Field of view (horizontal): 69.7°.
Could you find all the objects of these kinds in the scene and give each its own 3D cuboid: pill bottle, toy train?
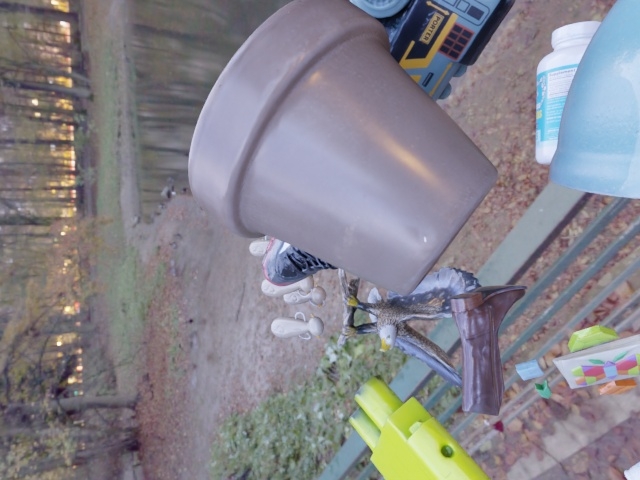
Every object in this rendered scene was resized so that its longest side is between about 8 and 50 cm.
[{"bbox_3d":[0.517,-0.290,0.929,0.146,0.146,0.264,9,103,61],"label":"pill bottle"},{"bbox_3d":[0.098,-0.246,0.619,0.334,0.190,0.142,-59,8,43],"label":"toy train"}]

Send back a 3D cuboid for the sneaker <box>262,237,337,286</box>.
[{"bbox_3d":[0.000,0.000,0.703,0.276,0.097,0.135,-36,16,27],"label":"sneaker"}]

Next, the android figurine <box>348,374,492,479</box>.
[{"bbox_3d":[0.133,0.289,0.523,0.273,0.056,0.248,48,153,29],"label":"android figurine"}]

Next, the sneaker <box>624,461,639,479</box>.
[{"bbox_3d":[0.304,0.253,0.390,0.080,0.094,0.212,-89,-23,-71],"label":"sneaker"}]

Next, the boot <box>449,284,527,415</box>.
[{"bbox_3d":[0.169,0.103,0.445,0.037,0.106,0.114,-12,87,61],"label":"boot"}]

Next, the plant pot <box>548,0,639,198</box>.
[{"bbox_3d":[0.343,-0.143,0.351,0.293,0.293,0.196,22,119,60],"label":"plant pot"}]

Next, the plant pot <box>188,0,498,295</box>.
[{"bbox_3d":[0.042,-0.071,0.471,0.229,0.263,0.263,37,132,13],"label":"plant pot"}]

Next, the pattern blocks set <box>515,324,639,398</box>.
[{"bbox_3d":[0.589,0.254,0.941,0.325,0.285,0.026,-34,36,31],"label":"pattern blocks set"}]

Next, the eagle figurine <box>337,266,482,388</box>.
[{"bbox_3d":[0.184,0.179,0.977,0.226,0.298,0.225,71,-152,-49],"label":"eagle figurine"}]

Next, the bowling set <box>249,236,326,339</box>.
[{"bbox_3d":[-0.048,0.096,1.209,0.154,0.200,0.287,-9,102,32],"label":"bowling set"}]
